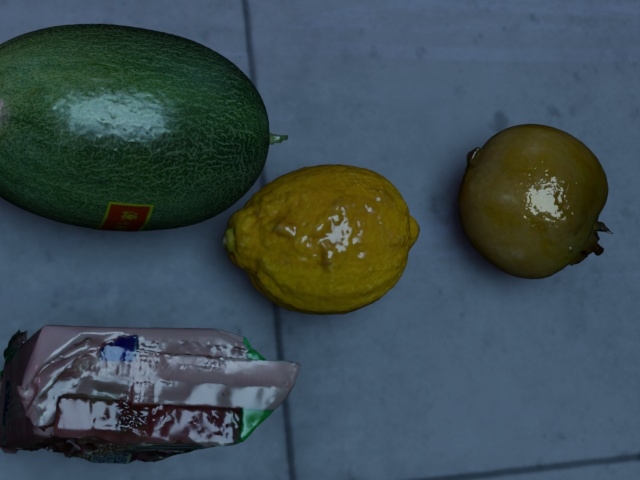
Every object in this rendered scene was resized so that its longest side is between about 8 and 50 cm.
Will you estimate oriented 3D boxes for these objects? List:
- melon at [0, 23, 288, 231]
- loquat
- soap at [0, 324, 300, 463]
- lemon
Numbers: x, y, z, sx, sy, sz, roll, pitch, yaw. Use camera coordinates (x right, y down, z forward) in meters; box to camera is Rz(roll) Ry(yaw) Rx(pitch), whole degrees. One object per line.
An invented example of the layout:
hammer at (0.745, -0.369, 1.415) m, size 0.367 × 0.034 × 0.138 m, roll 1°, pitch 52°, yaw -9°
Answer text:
melon at (-0.166, -0.096, 1.176) m, size 0.287 × 0.182 × 0.182 m, roll 4°, pitch 78°, yaw -15°
loquat at (0.208, -0.037, 1.321) m, size 0.163 × 0.137 × 0.163 m, roll 10°, pitch 59°, yaw -17°
soap at (-0.161, 0.127, 1.084) m, size 0.217 × 0.273 × 0.098 m, roll 8°, pitch 78°, yaw -17°
lemon at (0.000, 0.000, 1.238) m, size 0.187 × 0.142 × 0.142 m, roll -3°, pitch 80°, yaw -17°
